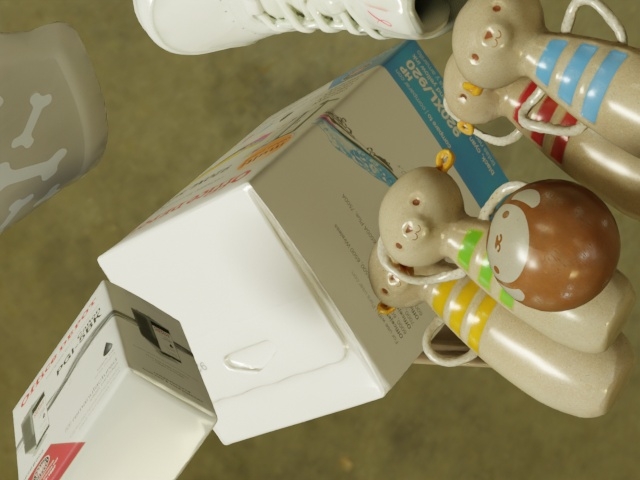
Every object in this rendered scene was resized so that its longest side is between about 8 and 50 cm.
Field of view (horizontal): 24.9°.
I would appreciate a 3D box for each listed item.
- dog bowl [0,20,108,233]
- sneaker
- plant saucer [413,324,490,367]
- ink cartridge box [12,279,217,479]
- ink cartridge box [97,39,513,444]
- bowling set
[{"bbox_3d":[-0.285,-0.121,0.793,0.348,0.102,0.349,30,156,15],"label":"dog bowl"},{"bbox_3d":[0.013,-0.134,0.679,0.232,0.115,0.090,-21,136,18],"label":"sneaker"},{"bbox_3d":[0.089,0.091,1.284,0.277,0.278,0.041,2,85,23],"label":"plant saucer"},{"bbox_3d":[-0.113,0.092,0.766,0.056,0.135,0.099,33,97,-21],"label":"ink cartridge box"},{"bbox_3d":[0.000,0.000,1.032,0.171,0.233,0.168,-24,104,42],"label":"ink cartridge box"},{"bbox_3d":[0.096,-0.048,0.663,0.154,0.200,0.287,30,107,22],"label":"bowling set"}]
